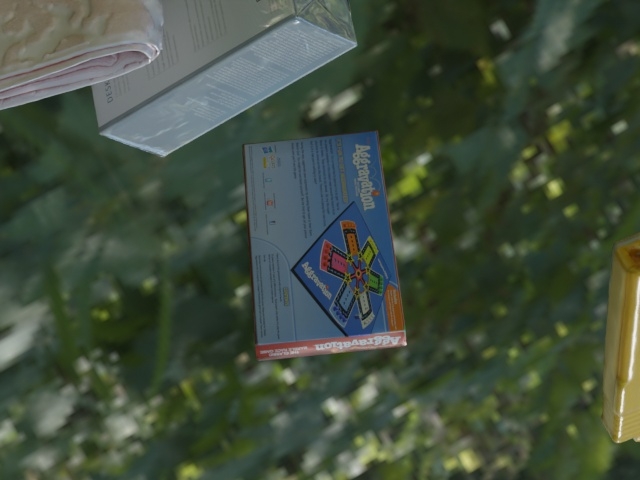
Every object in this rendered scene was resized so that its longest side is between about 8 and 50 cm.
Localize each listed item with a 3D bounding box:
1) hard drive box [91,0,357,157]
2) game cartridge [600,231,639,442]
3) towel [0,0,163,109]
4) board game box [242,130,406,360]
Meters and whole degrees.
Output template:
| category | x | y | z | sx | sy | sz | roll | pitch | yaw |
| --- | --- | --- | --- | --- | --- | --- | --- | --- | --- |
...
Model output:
| category | x | y | z | sx | sy | sz | roll | pitch | yaw |
| --- | --- | --- | --- | --- | --- | --- | --- | --- | --- |
| hard drive box | -0.098 | -0.208 | 1.677 | 0.232 | 0.181 | 0.089 | -26 | 153 | 31 |
| game cartridge | 0.422 | 0.069 | 1.925 | 0.285 | 0.052 | 0.323 | -20 | 141 | -9 |
| towel | -0.288 | -0.258 | 1.669 | 0.317 | 0.331 | 0.053 | -14 | 149 | 15 |
| board game box | 0.000 | 0.000 | 1.913 | 0.145 | 0.281 | 0.027 | -6 | 136 | 1 |
